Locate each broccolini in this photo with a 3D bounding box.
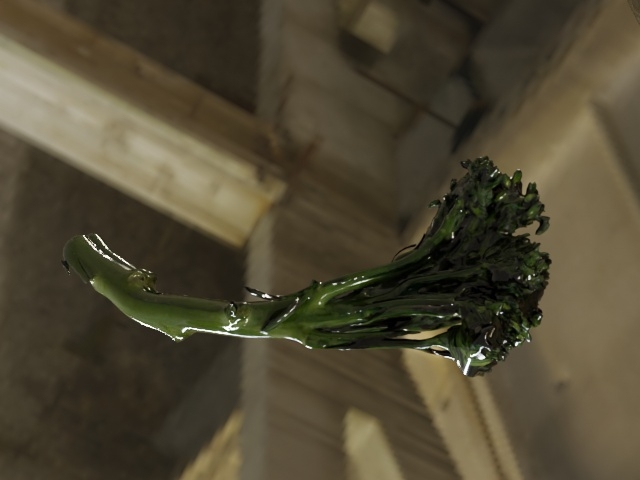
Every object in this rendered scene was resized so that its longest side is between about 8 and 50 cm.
[{"bbox_3d":[-0.008,0.000,0.881,0.271,0.062,0.123,6,-145,34],"label":"broccolini"}]

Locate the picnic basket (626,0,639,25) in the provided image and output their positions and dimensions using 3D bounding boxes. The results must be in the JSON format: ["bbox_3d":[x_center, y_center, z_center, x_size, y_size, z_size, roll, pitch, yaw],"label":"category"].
[{"bbox_3d":[0.273,-0.054,0.497,0.293,0.337,0.337,135,-22,-67],"label":"picnic basket"}]
